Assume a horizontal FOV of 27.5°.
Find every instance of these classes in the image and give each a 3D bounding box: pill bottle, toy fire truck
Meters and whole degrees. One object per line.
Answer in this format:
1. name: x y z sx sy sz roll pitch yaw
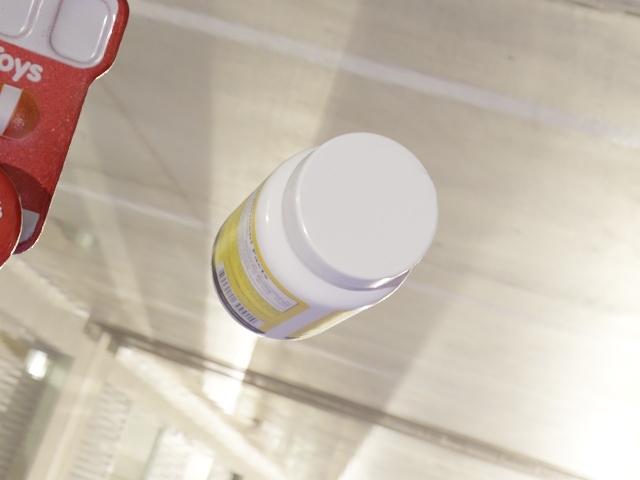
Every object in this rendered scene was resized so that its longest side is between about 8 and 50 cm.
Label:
1. pill bottle: 0.000 0.000 0.934 0.119 0.119 0.208 23 161 -12
2. toy fire truck: -0.310 -0.114 0.914 0.302 0.254 0.169 20 176 -22
